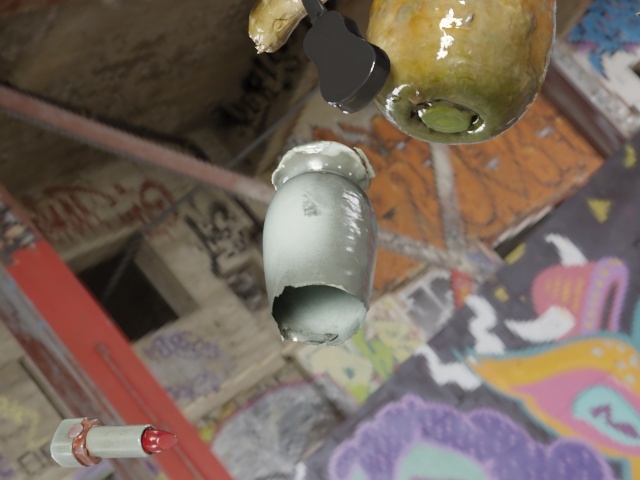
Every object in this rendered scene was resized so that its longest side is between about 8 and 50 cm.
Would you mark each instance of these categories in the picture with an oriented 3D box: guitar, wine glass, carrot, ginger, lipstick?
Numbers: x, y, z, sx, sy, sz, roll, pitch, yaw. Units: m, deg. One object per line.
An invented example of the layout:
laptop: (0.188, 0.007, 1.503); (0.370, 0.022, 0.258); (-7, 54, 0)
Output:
guitar: (-0.001, -0.258, 1.460); (0.084, 0.271, 0.038); (-44, -39, 21)
wine glass: (0.000, 0.000, 1.216); (0.111, 0.111, 0.204); (-50, 26, 39)
carrot: (0.174, -0.293, 1.509); (0.224, 0.224, 0.340); (103, 176, -70)
ginger: (-0.043, -0.354, 1.868); (0.069, 0.095, 0.190); (8, -39, -44)
lipstick: (-0.266, 0.262, 1.657); (0.186, 0.057, 0.063); (-8, 45, 31)

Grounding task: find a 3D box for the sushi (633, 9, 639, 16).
sushi: (0.416, -0.252, 1.368); (0.120, 0.026, 0.126); (2, 24, 31)
